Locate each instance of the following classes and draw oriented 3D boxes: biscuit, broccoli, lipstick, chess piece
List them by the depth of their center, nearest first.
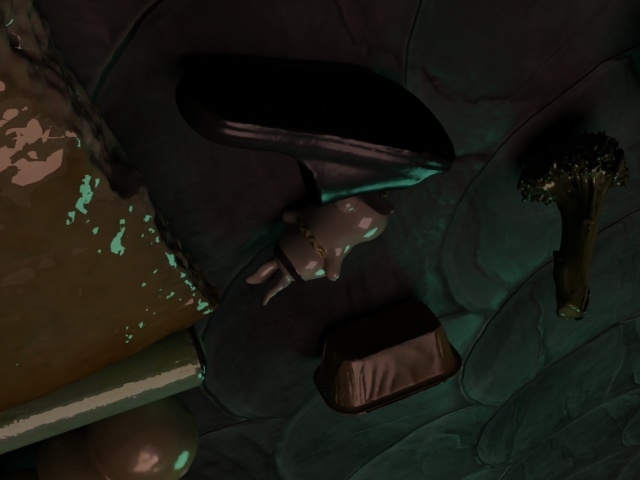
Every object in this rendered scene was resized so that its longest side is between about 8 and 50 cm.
[{"bbox_3d":[-0.315,0.018,0.652,0.446,0.104,0.429,-23,145,-10],"label":"biscuit"},{"bbox_3d":[-0.261,0.154,0.885,0.304,0.076,0.076,-18,143,-16],"label":"lipstick"},{"bbox_3d":[0.263,-0.019,0.940,0.122,0.204,0.118,-7,151,30],"label":"broccoli"},{"bbox_3d":[-0.268,0.264,0.970,0.300,0.167,0.167,-39,144,2],"label":"chess piece"}]

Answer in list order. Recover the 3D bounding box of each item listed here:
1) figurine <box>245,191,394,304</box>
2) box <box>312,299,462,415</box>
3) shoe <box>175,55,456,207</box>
[{"bbox_3d":[0.007,0.007,0.882,0.098,0.081,0.146,16,125,-45],"label":"figurine"},{"bbox_3d":[0.079,0.143,1.088,0.177,0.111,0.111,-18,143,-16],"label":"box"},{"bbox_3d":[-0.010,-0.082,0.745,0.241,0.108,0.093,5,135,-29],"label":"shoe"}]
